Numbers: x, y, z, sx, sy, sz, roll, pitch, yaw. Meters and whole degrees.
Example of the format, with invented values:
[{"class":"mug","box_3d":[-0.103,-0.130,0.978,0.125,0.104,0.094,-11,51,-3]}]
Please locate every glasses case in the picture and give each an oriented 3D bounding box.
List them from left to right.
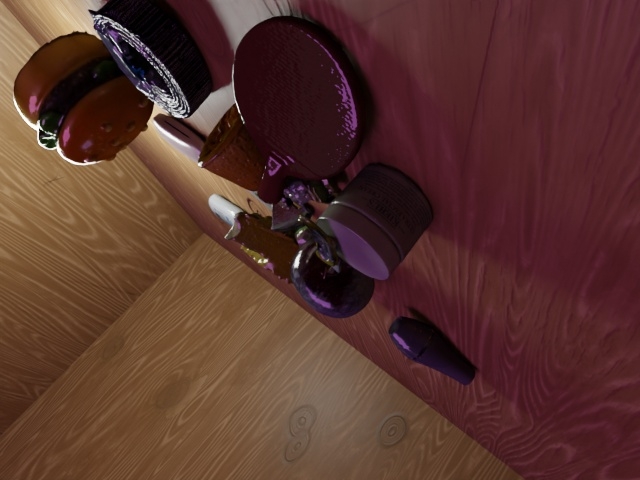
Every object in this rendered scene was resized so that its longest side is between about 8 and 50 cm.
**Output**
[{"class":"glasses case","box_3d":[-0.488,-0.358,1.610,0.297,0.075,0.113,34,162,24]}]

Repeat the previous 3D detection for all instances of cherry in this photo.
[{"class":"cherry","box_3d":[0.038,0.106,1.325,0.255,0.218,0.296,34,177,14]}]

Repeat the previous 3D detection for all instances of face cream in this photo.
[{"class":"face cream","box_3d":[-0.370,-0.095,2.041,0.337,0.080,0.163,31,161,35]},{"class":"face cream","box_3d":[0.104,-0.036,0.875,0.177,0.153,0.177,37,164,12]}]

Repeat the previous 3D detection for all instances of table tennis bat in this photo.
[{"class":"table tennis bat","box_3d":[-0.059,-0.199,0.819,0.268,0.051,0.414,38,147,8]}]

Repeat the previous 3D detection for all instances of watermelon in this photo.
[{"class":"watermelon","box_3d":[-0.110,-0.088,1.369,0.158,0.121,0.098,43,-173,13]}]

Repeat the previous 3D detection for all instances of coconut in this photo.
[{"class":"coconut","box_3d":[-0.036,-0.011,1.434,0.083,0.082,0.081,16,-166,-25]}]

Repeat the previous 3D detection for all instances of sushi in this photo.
[{"class":"sushi","box_3d":[-0.056,-0.126,1.080,0.291,0.131,0.139,5,142,51]}]

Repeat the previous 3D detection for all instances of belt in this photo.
[{"class":"belt","box_3d":[-0.391,-0.431,1.086,0.260,0.122,0.325,32,166,12]}]

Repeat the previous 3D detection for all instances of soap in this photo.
[{"class":"soap","box_3d":[-0.107,0.054,1.504,0.339,0.169,0.304,36,-168,23]}]

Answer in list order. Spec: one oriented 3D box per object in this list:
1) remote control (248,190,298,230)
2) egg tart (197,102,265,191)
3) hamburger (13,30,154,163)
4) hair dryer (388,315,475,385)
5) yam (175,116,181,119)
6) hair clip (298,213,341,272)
[{"class":"remote control","box_3d":[-0.160,-0.128,1.509,0.250,0.034,0.103,39,166,8]},{"class":"egg tart","box_3d":[-0.162,-0.211,1.021,0.147,0.202,0.202,35,170,-27]},{"class":"hamburger","box_3d":[-0.728,-0.432,1.447,0.277,0.396,0.396,44,165,-3]},{"class":"hair dryer","box_3d":[0.329,0.343,1.534,0.301,0.121,0.361,36,176,-10]},{"class":"yam","box_3d":[-0.490,-0.464,1.360,0.057,0.057,0.241,22,156,52]},{"class":"hair clip","box_3d":[0.000,0.000,0.871,0.060,0.033,0.188,33,165,32]}]
